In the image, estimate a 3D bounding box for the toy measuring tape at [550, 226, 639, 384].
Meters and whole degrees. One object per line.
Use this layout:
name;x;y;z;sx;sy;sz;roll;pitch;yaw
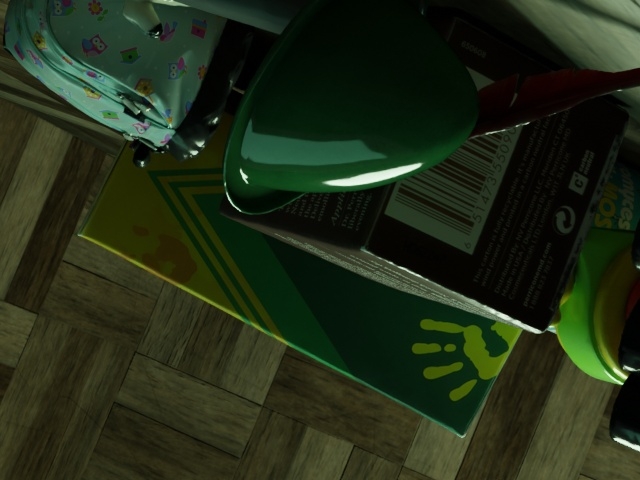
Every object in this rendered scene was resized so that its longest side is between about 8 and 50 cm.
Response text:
toy measuring tape;0.282;0.055;1.433;0.330;0.121;0.121;5;-175;-28

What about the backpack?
backpack;-0.151;-0.160;1.510;0.182;0.152;0.115;27;159;-21

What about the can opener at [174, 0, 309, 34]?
can opener;-0.104;-0.189;1.189;0.280;0.074;0.093;21;175;16

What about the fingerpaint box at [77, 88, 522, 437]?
fingerpaint box;0.000;0.000;1.825;0.371;0.163;0.445;28;-175;-1

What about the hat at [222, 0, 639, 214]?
hat;0.073;-0.053;1.122;0.183;0.208;0.173;38;-155;22

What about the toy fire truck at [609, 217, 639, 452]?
toy fire truck;0.324;0.033;1.301;0.158;0.217;0.246;20;-143;27

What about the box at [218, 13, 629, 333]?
box;0.069;-0.054;1.349;0.167;0.168;0.203;24;176;-31

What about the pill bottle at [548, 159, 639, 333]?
pill bottle;0.210;0.005;1.534;0.264;0.146;0.146;24;176;-20

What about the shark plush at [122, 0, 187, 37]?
shark plush;-0.153;-0.205;1.426;0.161;0.073;0.067;17;-154;6
